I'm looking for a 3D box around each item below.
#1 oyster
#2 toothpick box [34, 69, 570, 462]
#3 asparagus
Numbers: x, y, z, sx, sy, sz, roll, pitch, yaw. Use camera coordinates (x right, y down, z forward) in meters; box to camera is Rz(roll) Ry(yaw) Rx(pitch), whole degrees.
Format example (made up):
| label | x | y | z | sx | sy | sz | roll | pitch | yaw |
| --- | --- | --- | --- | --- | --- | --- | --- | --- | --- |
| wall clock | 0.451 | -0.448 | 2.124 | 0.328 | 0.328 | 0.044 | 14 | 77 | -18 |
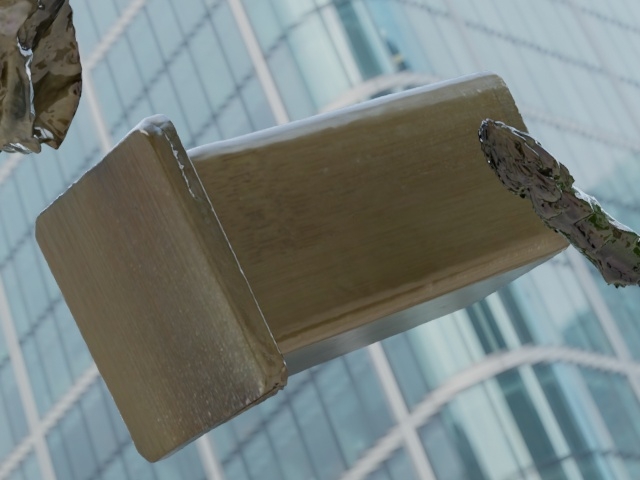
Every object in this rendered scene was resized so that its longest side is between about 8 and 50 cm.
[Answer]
| label | x | y | z | sx | sy | sz | roll | pitch | yaw |
| --- | --- | --- | --- | --- | --- | --- | --- | --- | --- |
| oyster | -0.170 | -0.131 | 1.027 | 0.096 | 0.221 | 0.361 | 14 | -50 | -4 |
| toothpick box | 0.000 | 0.000 | 1.338 | 0.308 | 0.190 | 0.187 | -19 | -11 | -36 |
| asparagus | 0.136 | -0.021 | 1.076 | 0.036 | 0.030 | 0.165 | -6 | -34 | 40 |
